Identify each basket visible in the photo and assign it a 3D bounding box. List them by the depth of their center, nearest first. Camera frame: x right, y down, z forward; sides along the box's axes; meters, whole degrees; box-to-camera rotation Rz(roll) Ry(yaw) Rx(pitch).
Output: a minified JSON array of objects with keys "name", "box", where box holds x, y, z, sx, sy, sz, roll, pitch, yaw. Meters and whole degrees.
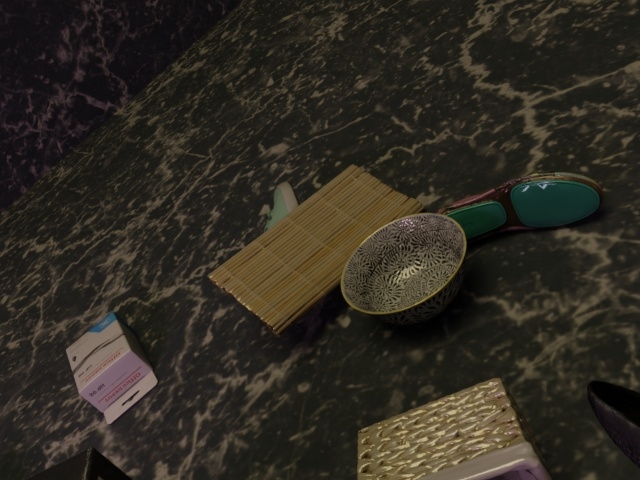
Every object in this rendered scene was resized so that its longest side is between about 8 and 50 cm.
[{"name":"basket","box":[0.125,0.216,0.615,0.167,0.113,0.103,-25,30,16]}]

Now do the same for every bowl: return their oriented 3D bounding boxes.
[{"name":"bowl","box":[0.119,0.051,0.853,0.170,0.080,0.170,-24,35,18]}]

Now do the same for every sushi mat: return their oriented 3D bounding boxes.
[{"name":"sushi mat","box":[0.000,0.000,0.974,0.151,0.019,0.316,32,57,31]}]

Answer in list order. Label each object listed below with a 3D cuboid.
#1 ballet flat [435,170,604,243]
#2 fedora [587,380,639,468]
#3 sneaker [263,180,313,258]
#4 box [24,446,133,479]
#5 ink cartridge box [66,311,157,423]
[{"name":"ballet flat","box":[0.252,-0.049,0.879,0.221,0.077,0.079,-16,18,27]},{"name":"fedora","box":[0.330,0.103,0.365,0.334,0.334,0.152,29,98,54]},{"name":"sneaker","box":[-0.087,0.004,1.074,0.151,0.094,0.256,-23,37,6]},{"name":"box","box":[-0.166,0.378,0.496,0.183,0.296,0.294,-28,31,12]},{"name":"ink cartridge box","box":[-0.341,0.202,1.088,0.104,0.060,0.180,-41,34,-9]}]
